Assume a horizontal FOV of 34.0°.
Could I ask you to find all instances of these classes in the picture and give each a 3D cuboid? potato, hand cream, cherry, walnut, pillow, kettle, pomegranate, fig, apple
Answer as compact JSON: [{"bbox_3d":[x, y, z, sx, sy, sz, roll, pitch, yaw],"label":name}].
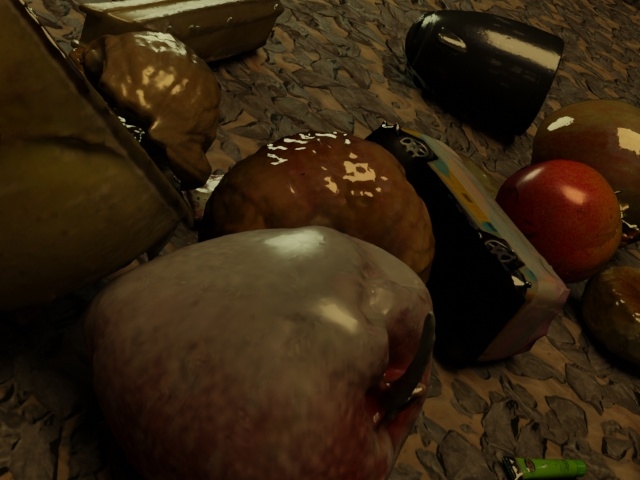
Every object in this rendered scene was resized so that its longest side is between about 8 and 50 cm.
[{"bbox_3d":[-0.371,-0.095,1.080,0.385,0.319,0.442,57,-4,-34],"label":"potato"},{"bbox_3d":[0.284,0.289,1.326,0.122,0.023,0.036,6,43,-28],"label":"hand cream"},{"bbox_3d":[-0.046,0.122,1.022,0.326,0.291,0.335,-39,53,-17],"label":"cherry"},{"bbox_3d":[-0.202,-0.187,1.325,0.238,0.141,0.204,47,-6,16],"label":"walnut"},{"bbox_3d":[-0.107,-0.057,1.454,0.185,0.043,0.118,-1,39,-25],"label":"pillow"},{"bbox_3d":[0.305,-0.352,2.088,0.290,0.207,0.268,21,3,0],"label":"kettle"},{"bbox_3d":[0.386,-0.029,1.666,0.235,0.210,0.210,-1,40,-11],"label":"pomegranate"},{"bbox_3d":[-0.004,-0.012,1.321,0.286,0.286,0.368,26,15,-8],"label":"fig"},{"bbox_3d":[0.486,-0.118,1.841,0.234,0.257,0.257,5,32,8],"label":"apple"}]

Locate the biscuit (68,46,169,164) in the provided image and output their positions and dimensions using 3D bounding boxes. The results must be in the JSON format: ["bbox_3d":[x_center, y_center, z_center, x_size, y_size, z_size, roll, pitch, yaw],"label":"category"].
[{"bbox_3d":[-0.284,-0.161,1.450,0.197,0.049,0.301,18,34,-22],"label":"biscuit"}]

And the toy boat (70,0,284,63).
[{"bbox_3d":[-0.223,-0.370,1.710,0.162,0.136,0.445,36,33,18],"label":"toy boat"}]

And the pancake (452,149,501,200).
[{"bbox_3d":[0.227,-0.095,1.784,0.222,0.042,0.236,34,29,14],"label":"pancake"}]

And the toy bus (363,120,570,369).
[{"bbox_3d":[0.185,0.000,1.520,0.162,0.171,0.386,11,36,-45],"label":"toy bus"}]

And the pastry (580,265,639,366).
[{"bbox_3d":[0.503,0.126,1.659,0.182,0.093,0.192,4,37,-34],"label":"pastry"}]
